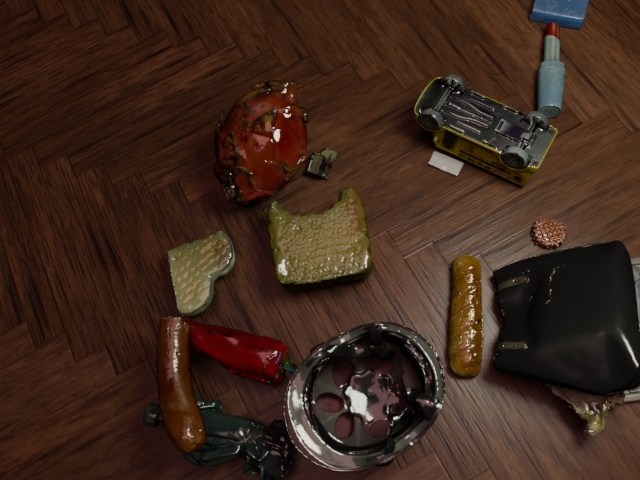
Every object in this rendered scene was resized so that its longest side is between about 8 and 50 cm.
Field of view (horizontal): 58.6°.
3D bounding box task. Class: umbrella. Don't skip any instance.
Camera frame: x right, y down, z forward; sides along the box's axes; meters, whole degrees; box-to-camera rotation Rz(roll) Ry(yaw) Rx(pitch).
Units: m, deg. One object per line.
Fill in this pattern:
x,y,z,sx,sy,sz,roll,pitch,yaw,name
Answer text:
-0.224,0.430,1.265,0.349,0.094,0.143,11,42,8,umbrella

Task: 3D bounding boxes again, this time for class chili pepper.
-0.186,0.256,1.323,0.388,0.110,0.110,15,73,16,chili pepper

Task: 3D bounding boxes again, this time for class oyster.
0.557,0.321,1.212,0.164,0.081,0.191,9,48,20,oyster

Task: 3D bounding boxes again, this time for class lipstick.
0.608,-0.457,1.502,0.068,0.061,0.273,6,71,12,lipstick

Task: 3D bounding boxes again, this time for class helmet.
0.093,0.325,1.208,0.338,0.197,0.271,-34,76,-6,helmet

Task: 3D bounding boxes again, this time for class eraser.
0.698,-0.741,1.606,0.144,0.042,0.311,18,73,14,eraser

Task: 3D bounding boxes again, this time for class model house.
0.000,-0.208,1.501,0.058,0.057,0.083,20,92,41,model house

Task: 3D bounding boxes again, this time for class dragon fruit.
-0.148,-0.245,1.442,0.251,0.250,0.314,-2,83,7,dragon fruit

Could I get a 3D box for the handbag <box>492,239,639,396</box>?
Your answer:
0.516,0.166,1.224,0.288,0.152,0.342,-4,52,24,handbag

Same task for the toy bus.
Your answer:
0.395,-0.272,1.416,0.330,0.152,0.144,29,71,14,toy bus

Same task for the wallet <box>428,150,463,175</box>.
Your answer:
0.323,-0.198,1.471,0.083,0.011,0.044,26,75,15,wallet

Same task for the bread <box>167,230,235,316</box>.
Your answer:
-0.314,0.077,1.426,0.173,0.064,0.232,21,72,15,bread

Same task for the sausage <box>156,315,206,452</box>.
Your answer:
-0.310,0.311,1.241,0.103,0.076,0.302,-39,55,40,sausage

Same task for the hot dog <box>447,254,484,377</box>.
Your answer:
0.333,0.168,1.311,0.088,0.061,0.285,-5,67,18,hot dog

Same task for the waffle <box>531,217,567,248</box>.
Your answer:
0.549,-0.018,1.366,0.083,0.029,0.075,20,74,12,waffle

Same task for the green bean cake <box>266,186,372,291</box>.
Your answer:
0.000,0.000,1.381,0.236,0.124,0.232,-10,70,4,green bean cake

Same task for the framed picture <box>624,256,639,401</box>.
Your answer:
0.725,0.188,1.269,0.232,0.024,0.314,-10,68,5,framed picture
